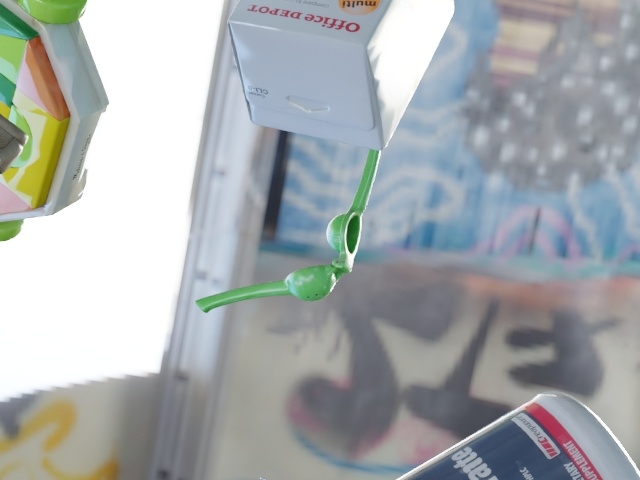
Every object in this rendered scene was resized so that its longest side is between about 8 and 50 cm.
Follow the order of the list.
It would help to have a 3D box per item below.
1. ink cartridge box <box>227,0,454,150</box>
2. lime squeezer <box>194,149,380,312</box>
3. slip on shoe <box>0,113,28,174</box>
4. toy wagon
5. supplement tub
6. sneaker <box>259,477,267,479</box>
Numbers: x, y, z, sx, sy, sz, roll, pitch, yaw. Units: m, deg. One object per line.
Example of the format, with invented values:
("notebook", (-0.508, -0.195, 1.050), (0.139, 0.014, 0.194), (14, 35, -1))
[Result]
("ink cartridge box", (0.020, -0.187, 1.543), (0.128, 0.127, 0.176), (12, -126, 20))
("lime squeezer", (0.000, 0.000, 2.105), (0.110, 0.310, 0.059), (47, -174, 40))
("slip on shoe", (-0.240, -0.093, 1.139), (0.135, 0.041, 0.051), (42, 163, 11))
("toy wagon", (-0.324, -0.163, 1.530), (0.344, 0.267, 0.068), (37, -138, 15))
("supplement tub", (0.129, 0.263, 1.476), (0.272, 0.191, 0.191), (-30, -160, -9))
("sneaker", (-0.027, 0.307, 1.818), (0.051, 0.170, 0.089), (-45, -166, -28))
